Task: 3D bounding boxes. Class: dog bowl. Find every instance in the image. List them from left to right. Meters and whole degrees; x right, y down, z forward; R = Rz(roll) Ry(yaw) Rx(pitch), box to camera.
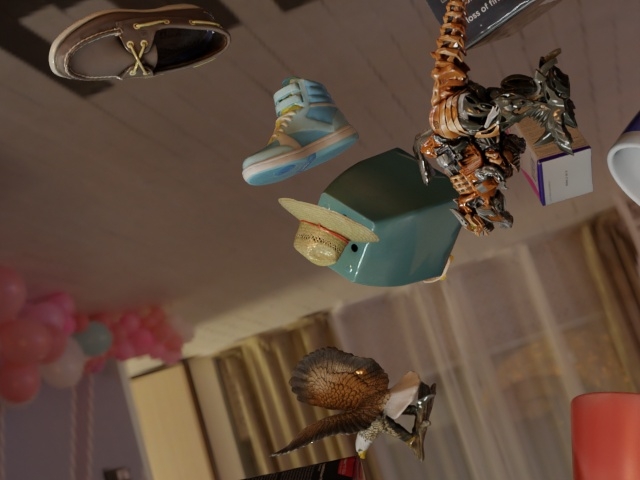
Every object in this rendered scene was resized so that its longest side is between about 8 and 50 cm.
[{"bbox_3d":[0.617,-0.113,1.750,0.104,0.265,0.265,-53,170,-10],"label":"dog bowl"}]

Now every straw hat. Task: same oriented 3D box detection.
[{"bbox_3d":[0.000,0.000,1.395,0.144,0.061,0.144,22,170,4],"label":"straw hat"}]

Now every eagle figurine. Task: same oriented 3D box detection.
[{"bbox_3d":[0.063,0.334,2.033,0.298,0.225,0.226,11,-179,7],"label":"eagle figurine"}]

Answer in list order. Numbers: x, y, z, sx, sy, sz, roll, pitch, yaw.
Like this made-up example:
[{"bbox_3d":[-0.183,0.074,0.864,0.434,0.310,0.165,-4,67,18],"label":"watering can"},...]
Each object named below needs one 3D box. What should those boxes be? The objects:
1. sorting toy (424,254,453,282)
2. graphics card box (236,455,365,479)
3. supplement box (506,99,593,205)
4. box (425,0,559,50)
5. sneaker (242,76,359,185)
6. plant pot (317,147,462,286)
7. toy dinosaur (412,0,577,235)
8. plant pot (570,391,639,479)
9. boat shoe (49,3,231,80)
[{"bbox_3d":[0.231,0.036,2.147,0.045,0.075,0.083,13,111,-23],"label":"sorting toy"},{"bbox_3d":[-0.112,0.454,1.659,0.371,0.094,0.233,-12,-170,6],"label":"graphics card box"},{"bbox_3d":[0.459,-0.187,2.137,0.114,0.220,0.111,-16,129,-2],"label":"supplement box"},{"bbox_3d":[0.350,-0.668,1.864,0.480,0.471,0.297,-32,179,35],"label":"box"},{"bbox_3d":[-0.083,-0.258,2.403,0.319,0.208,0.127,-25,173,-37],"label":"sneaker"},{"bbox_3d":[0.093,-0.025,1.662,0.234,0.165,0.165,-18,134,-51],"label":"plant pot"},{"bbox_3d":[0.220,-0.162,1.399,0.218,0.164,0.322,-8,132,20],"label":"toy dinosaur"},{"bbox_3d":[0.552,0.410,1.802,0.275,0.243,0.275,10,160,4],"label":"plant pot"},{"bbox_3d":[-0.302,-0.332,1.805,0.324,0.097,0.116,-20,131,-38],"label":"boat shoe"}]
